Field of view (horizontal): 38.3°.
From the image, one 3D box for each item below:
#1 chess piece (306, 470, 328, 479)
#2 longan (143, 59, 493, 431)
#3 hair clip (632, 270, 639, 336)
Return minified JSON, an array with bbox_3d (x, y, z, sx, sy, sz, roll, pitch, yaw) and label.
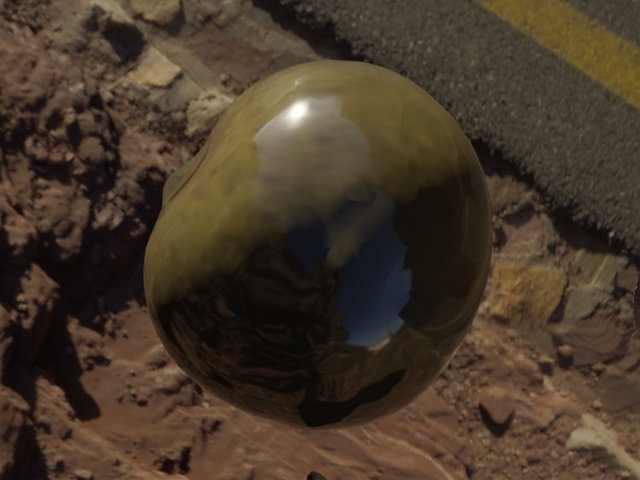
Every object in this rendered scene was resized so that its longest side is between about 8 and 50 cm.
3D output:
[{"bbox_3d":[0.135,0.360,0.842,0.397,0.117,0.117,29,76,6],"label":"chess piece"},{"bbox_3d":[0.000,0.000,0.903,0.361,0.361,0.360,-3,69,9],"label":"longan"},{"bbox_3d":[0.328,0.044,0.813,0.110,0.359,0.095,-22,65,17],"label":"hair clip"}]
